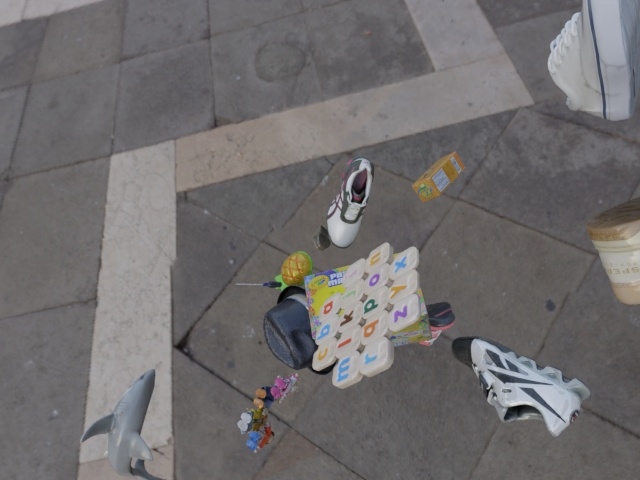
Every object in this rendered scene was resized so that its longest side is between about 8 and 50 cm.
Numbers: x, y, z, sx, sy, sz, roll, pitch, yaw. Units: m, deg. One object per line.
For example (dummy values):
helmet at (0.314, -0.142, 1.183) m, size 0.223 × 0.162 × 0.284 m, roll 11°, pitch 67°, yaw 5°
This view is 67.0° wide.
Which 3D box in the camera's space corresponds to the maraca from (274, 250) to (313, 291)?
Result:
maraca at (-0.101, 0.125, 1.807) m, size 0.186 × 0.099 × 0.127 m, roll -51°, pitch 56°, yaw 12°

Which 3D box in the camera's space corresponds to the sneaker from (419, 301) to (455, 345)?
sneaker at (0.366, 0.284, 1.609) m, size 0.116 × 0.314 × 0.136 m, roll -21°, pitch 90°, yaw -15°

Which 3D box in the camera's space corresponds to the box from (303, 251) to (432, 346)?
box at (0.138, 0.189, 1.323) m, size 0.289 × 0.279 × 0.177 m, roll -14°, pitch 63°, yaw 9°

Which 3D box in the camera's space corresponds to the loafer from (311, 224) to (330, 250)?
loafer at (0.000, 0.000, 1.628) m, size 0.050 × 0.056 × 0.148 m, roll -47°, pitch 12°, yaw 20°

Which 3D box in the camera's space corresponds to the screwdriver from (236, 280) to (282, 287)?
screwdriver at (-0.218, 0.159, 1.725) m, size 0.169 × 0.024 × 0.025 m, roll 0°, pitch 44°, yaw -27°

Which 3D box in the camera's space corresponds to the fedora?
fedora at (-0.090, 0.325, 1.652) m, size 0.152 × 0.334 × 0.334 m, roll -16°, pitch 50°, yaw -38°

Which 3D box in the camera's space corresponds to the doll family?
doll family at (-0.168, 0.505, 1.482) m, size 0.118 × 0.163 × 0.263 m, roll 24°, pitch 82°, yaw 21°

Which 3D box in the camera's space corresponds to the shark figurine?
shark figurine at (-0.365, 0.417, 0.957) m, size 0.116 × 0.278 × 0.166 m, roll 17°, pitch 26°, yaw 22°

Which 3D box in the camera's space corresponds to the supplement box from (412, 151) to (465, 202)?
supplement box at (0.415, -0.223, 1.688) m, size 0.233 × 0.078 × 0.080 m, roll -39°, pitch 100°, yaw -39°

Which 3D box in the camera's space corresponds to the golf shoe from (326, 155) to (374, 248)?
golf shoe at (0.082, -0.102, 1.369) m, size 0.105 × 0.120 × 0.273 m, roll 12°, pitch 103°, yaw -5°

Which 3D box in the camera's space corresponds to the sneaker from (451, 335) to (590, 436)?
sneaker at (0.415, 0.328, 1.108) m, size 0.146 × 0.122 × 0.330 m, roll -51°, pitch 33°, yaw -16°

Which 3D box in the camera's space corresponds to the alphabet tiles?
alphabet tiles at (0.086, 0.136, 0.925) m, size 0.278 × 0.021 × 0.284 m, roll -37°, pitch 30°, yaw 36°

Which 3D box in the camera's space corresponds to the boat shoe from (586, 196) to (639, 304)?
boat shoe at (0.482, -0.028, 0.565) m, size 0.341 × 0.121 × 0.110 m, roll -20°, pitch 95°, yaw -2°

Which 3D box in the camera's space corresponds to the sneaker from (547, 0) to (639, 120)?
sneaker at (0.306, -0.215, 0.551) m, size 0.091 × 0.258 × 0.094 m, roll 11°, pitch 75°, yaw 35°
